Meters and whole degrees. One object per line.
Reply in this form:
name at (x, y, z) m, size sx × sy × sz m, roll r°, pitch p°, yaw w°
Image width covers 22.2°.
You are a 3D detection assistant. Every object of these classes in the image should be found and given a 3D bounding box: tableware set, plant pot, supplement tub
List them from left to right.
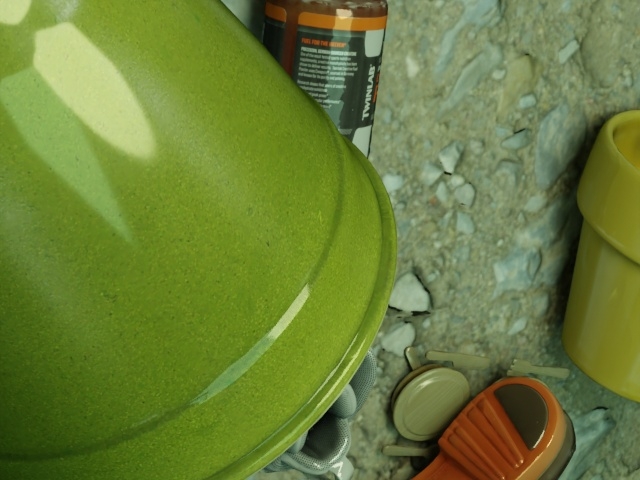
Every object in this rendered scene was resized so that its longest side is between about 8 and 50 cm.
plant pot at (-0.181, -0.063, 1.035) m, size 0.366 × 0.366 × 0.353 m, roll -45°, pitch 136°, yaw -14°
supplement tub at (0.001, -0.156, 1.384) m, size 0.106 × 0.106 × 0.197 m, roll -5°, pitch 111°, yaw -35°
tableware set at (0.150, 0.164, 1.665) m, size 0.194 × 0.039 × 0.128 m, roll 10°, pitch 113°, yaw -33°
plant pot at (0.361, 0.029, 1.647) m, size 0.254 × 0.254 × 0.239 m, roll -2°, pitch 123°, yaw -36°

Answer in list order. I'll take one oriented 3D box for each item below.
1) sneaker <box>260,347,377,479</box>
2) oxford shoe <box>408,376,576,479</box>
sneaker at (-0.063, 0.041, 1.346) m, size 0.137 × 0.210 × 0.365 m, roll -28°, pitch 122°, yaw -25°
oxford shoe at (0.120, 0.301, 1.627) m, size 0.364 × 0.130 × 0.133 m, roll -42°, pitch 142°, yaw 2°
